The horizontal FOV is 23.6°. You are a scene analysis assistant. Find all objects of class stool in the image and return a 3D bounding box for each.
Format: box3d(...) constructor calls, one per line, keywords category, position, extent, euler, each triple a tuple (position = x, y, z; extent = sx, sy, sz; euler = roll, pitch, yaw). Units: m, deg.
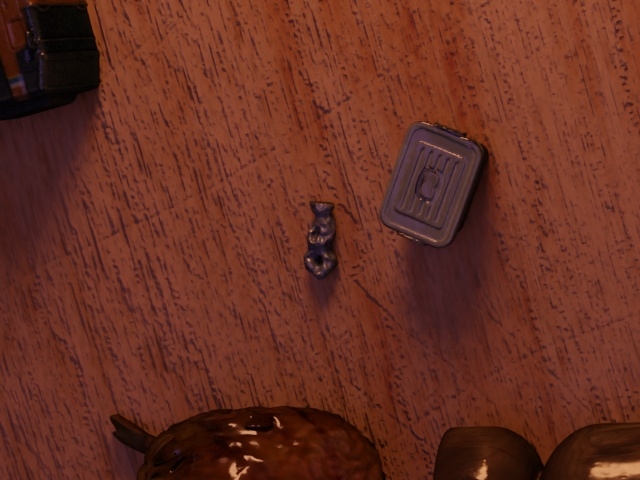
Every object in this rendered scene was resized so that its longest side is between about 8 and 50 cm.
box3d(category="stool", position=(0.257, 0.265, 1.483), extent=(0.264, 0.179, 0.179), euler=(-5, 95, 20))

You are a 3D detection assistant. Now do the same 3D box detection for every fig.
box3d(category="fig", position=(-0.119, 0.259, 1.603), extent=(0.368, 0.286, 0.286), euler=(32, 107, 38))

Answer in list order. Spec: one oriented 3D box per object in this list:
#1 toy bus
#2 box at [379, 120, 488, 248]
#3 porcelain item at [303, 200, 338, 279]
box3d(category="toy bus", position=(-0.388, -0.205, 1.681), extent=(0.275, 0.138, 0.167), euler=(-14, 93, 22))
box3d(category="box", position=(0.120, -0.058, 1.554), extent=(0.084, 0.069, 0.122), euler=(24, 103, 17))
box3d(category="porcelain item", position=(0.000, 0.000, 1.624), extent=(0.036, 0.028, 0.083), euler=(3, 98, 17))
